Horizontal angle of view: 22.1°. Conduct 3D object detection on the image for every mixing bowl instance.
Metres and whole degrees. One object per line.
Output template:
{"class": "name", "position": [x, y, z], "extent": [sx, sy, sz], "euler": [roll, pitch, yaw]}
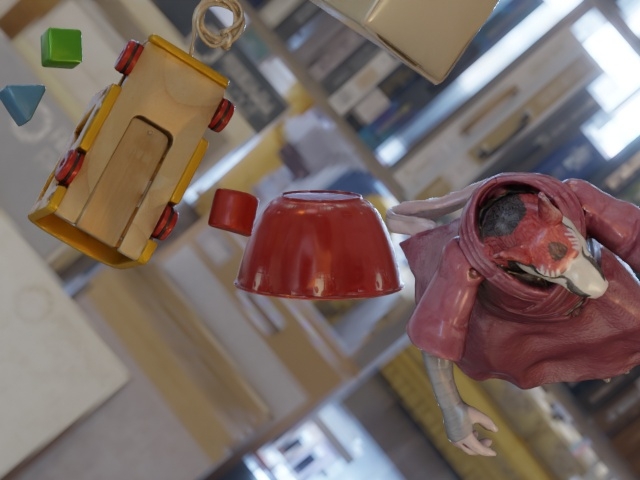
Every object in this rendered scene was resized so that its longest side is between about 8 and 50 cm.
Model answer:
{"class": "mixing bowl", "position": [0.000, 0.000, 1.728], "extent": [0.181, 0.181, 0.098], "euler": [-52, 144, -78]}

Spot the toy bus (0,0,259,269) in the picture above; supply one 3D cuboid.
{"class": "toy bus", "position": [-0.148, -0.077, 1.293], "extent": [0.104, 0.202, 0.191], "euler": [-12, -86, 65]}

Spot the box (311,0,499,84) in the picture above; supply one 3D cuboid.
{"class": "box", "position": [0.016, -0.273, 1.392], "extent": [0.311, 0.148, 0.121], "euler": [38, 5, 42]}

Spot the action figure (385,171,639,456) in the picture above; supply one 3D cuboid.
{"class": "action figure", "position": [0.177, 0.008, 1.277], "extent": [0.370, 0.248, 0.275], "euler": [60, 10, -70]}
